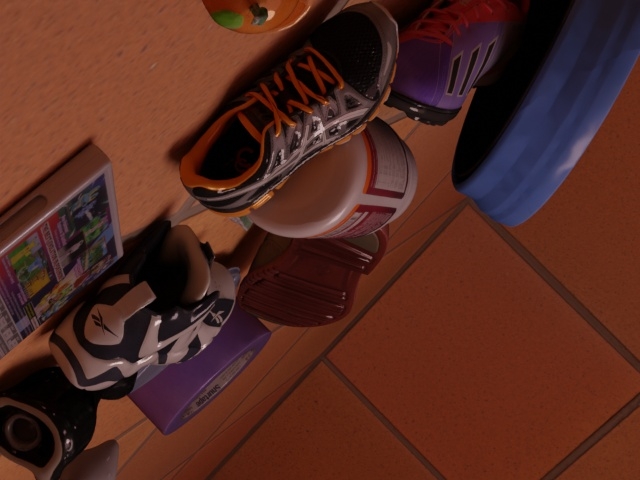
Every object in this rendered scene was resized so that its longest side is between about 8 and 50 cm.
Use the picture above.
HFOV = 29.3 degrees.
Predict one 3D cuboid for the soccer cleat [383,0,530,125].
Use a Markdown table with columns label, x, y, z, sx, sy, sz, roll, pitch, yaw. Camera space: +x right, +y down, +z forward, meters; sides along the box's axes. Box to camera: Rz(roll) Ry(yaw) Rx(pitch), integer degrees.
| label | x | y | z | sx | sy | sz | roll | pitch | yaw |
| --- | --- | --- | --- | --- | --- | --- | --- | --- | --- |
| soccer cleat | 0.124 | -0.194 | 1.161 | 0.116 | 0.109 | 0.318 | -62 | 167 | 27 |

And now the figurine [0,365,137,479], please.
| label | x | y | z | sx | sy | sz | roll | pitch | yaw |
| --- | --- | --- | --- | --- | --- | --- | --- | --- | --- |
| figurine | -0.241 | 0.206 | 1.179 | 0.209 | 0.092 | 0.214 | -41 | 147 | -65 |

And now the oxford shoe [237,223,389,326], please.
| label | x | y | z | sx | sy | sz | roll | pitch | yaw |
| --- | --- | --- | --- | --- | --- | --- | --- | --- | --- |
| oxford shoe | 0.000 | 0.000 | 1.388 | 0.348 | 0.123 | 0.130 | 135 | -29 | -57 |

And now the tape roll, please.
| label | x | y | z | sx | sy | sz | roll | pitch | yaw |
| --- | --- | --- | --- | --- | --- | --- | --- | --- | --- |
| tape roll | -0.156 | 0.155 | 1.562 | 0.189 | 0.080 | 0.189 | -43 | 172 | -7 |

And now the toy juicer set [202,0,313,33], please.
| label | x | y | z | sx | sy | sz | roll | pitch | yaw |
| --- | --- | --- | --- | --- | --- | --- | --- | --- | --- |
| toy juicer set | 0.063 | -0.223 | 0.714 | 0.329 | 0.089 | 0.209 | -42 | 171 | -20 |

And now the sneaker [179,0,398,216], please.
| label | x | y | z | sx | sy | sz | roll | pitch | yaw |
| --- | --- | --- | --- | --- | --- | --- | --- | --- | --- |
| sneaker | -0.024 | -0.099 | 0.946 | 0.215 | 0.084 | 0.083 | -47 | 164 | 11 |

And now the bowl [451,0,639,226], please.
| label | x | y | z | sx | sy | sz | roll | pitch | yaw |
| --- | --- | --- | --- | --- | --- | --- | --- | --- | --- |
| bowl | 0.249 | -0.207 | 1.290 | 0.391 | 0.077 | 0.391 | -155 | -90 | -85 |

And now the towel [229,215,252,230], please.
| label | x | y | z | sx | sy | sz | roll | pitch | yaw |
| --- | --- | --- | --- | --- | --- | --- | --- | --- | --- |
| towel | -0.036 | -0.073 | 1.208 | 0.152 | 0.023 | 0.113 | -45 | 173 | -1 |

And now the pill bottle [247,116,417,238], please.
| label | x | y | z | sx | sy | sz | roll | pitch | yaw |
| --- | --- | --- | --- | --- | --- | --- | --- | --- | --- |
| pill bottle | 0.012 | -0.062 | 1.095 | 0.121 | 0.121 | 0.221 | -47 | 167 | 13 |

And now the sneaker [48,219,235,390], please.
| label | x | y | z | sx | sy | sz | roll | pitch | yaw |
| --- | --- | --- | --- | --- | --- | --- | --- | --- | --- |
| sneaker | -0.121 | 0.041 | 1.104 | 0.153 | 0.094 | 0.235 | -40 | 166 | 33 |

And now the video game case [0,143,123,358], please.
| label | x | y | z | sx | sy | sz | roll | pitch | yaw |
| --- | --- | --- | --- | --- | --- | --- | --- | --- | --- |
| video game case | -0.215 | 0.031 | 0.851 | 0.183 | 0.023 | 0.201 | -42 | 171 | -17 |

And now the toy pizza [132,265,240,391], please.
| label | x | y | z | sx | sy | sz | roll | pitch | yaw |
| --- | --- | --- | --- | --- | --- | --- | --- | --- | --- |
| toy pizza | -0.168 | 0.096 | 1.374 | 0.201 | 0.032 | 0.201 | -45 | 172 | -8 |
